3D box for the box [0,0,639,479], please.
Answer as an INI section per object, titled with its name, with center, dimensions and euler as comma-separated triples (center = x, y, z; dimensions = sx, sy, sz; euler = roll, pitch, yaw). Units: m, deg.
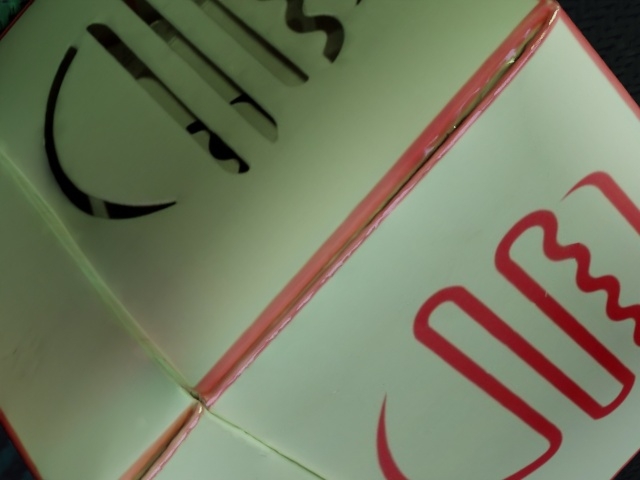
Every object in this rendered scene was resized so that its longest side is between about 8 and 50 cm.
[box]
center = 0.000, 0.000, 0.790
dimensions = 0.300, 0.314, 0.312
euler = -48, 137, 4
